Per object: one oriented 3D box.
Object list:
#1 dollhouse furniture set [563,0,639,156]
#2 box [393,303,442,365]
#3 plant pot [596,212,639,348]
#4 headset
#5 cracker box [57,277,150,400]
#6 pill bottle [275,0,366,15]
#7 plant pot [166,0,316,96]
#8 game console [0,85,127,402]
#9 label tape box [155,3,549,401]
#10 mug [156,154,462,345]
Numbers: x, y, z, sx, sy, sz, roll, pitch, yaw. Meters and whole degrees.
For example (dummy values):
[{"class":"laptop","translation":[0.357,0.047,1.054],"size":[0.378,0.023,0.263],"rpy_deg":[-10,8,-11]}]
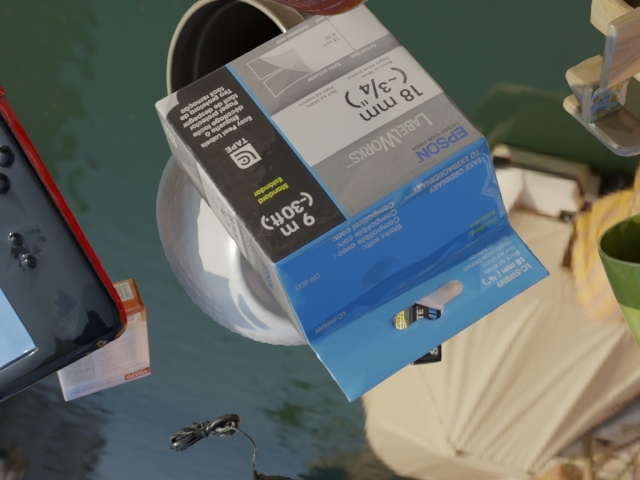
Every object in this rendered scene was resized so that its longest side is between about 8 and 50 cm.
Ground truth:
[{"class":"dollhouse furniture set","translation":[0.574,-0.316,1.590],"size":[0.256,0.394,0.362],"rpy_deg":[51,161,34]},{"class":"box","translation":[0.128,0.061,1.725],"size":[0.051,0.220,0.175],"rpy_deg":[-4,-170,-16]},{"class":"plant pot","translation":[0.649,0.119,2.020],"size":[0.274,0.275,0.293],"rpy_deg":[-3,112,32]},{"class":"headset","translation":[-0.114,0.485,1.938],"size":[0.185,0.394,0.243],"rpy_deg":[-18,-177,3]},{"class":"cracker box","translation":[-0.373,0.169,1.925],"size":[0.155,0.067,0.232],"rpy_deg":[-16,147,-17]},{"class":"pill bottle","translation":[-0.032,-0.263,0.962],"size":[0.121,0.121,0.216],"rpy_deg":[1,-177,26]},{"class":"plant pot","translation":[-0.048,-0.265,1.901],"size":[0.323,0.323,0.280],"rpy_deg":[-13,-173,44]},{"class":"game console","translation":[-0.434,0.029,1.238],"size":[0.386,0.342,0.060],"rpy_deg":[-28,-179,21]},{"class":"label tape box","translation":[0.031,-0.053,1.103],"size":[0.334,0.240,0.106],"rpy_deg":[52,166,26]},{"class":"mug","translation":[0.000,0.000,1.361],"size":[0.374,0.276,0.328],"rpy_deg":[19,-175,-15]}]
